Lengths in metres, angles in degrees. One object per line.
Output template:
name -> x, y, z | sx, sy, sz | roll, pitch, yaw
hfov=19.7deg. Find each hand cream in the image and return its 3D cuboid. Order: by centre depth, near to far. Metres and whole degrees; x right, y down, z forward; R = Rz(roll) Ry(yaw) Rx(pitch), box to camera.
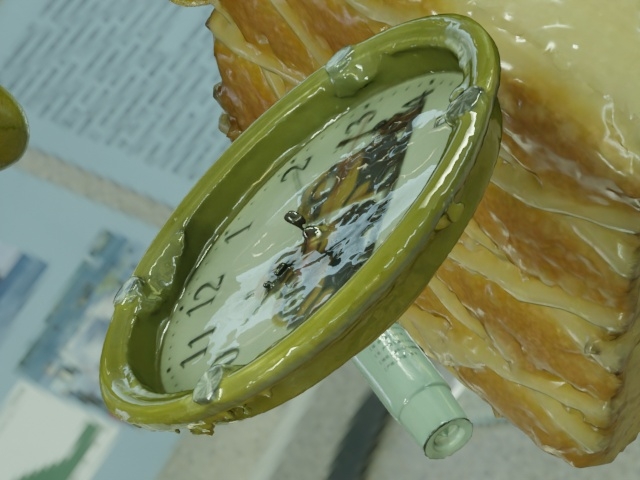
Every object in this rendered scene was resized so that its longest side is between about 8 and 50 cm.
hand cream -> 0.035, 0.065, 1.685 | 0.331, 0.085, 0.058 | 55, 142, 37

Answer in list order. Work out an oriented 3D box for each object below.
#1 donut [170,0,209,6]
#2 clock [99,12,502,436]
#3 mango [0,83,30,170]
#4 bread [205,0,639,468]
donut -> -0.067, -0.227, 1.375 | 0.152, 0.058, 0.152 | -19, 27, 10
clock -> 0.000, 0.000, 0.812 | 0.237, 0.057, 0.237 | -37, 25, 21
mango -> -0.333, -0.104, 1.526 | 0.137, 0.237, 0.091 | -26, 70, 45
bread -> 0.136, -0.111, 1.156 | 0.279, 0.371, 0.390 | -38, 62, -24
